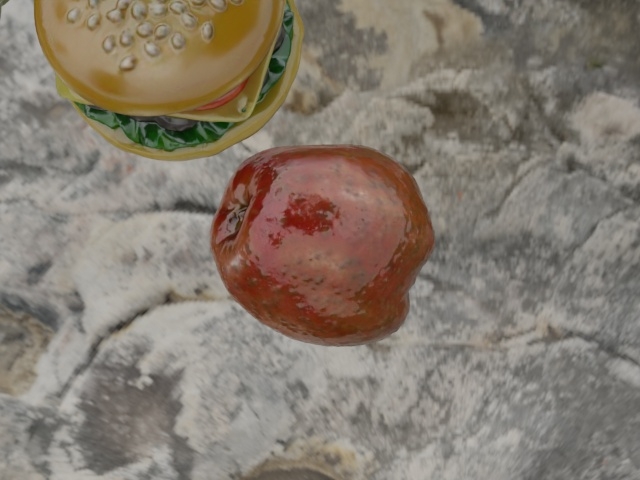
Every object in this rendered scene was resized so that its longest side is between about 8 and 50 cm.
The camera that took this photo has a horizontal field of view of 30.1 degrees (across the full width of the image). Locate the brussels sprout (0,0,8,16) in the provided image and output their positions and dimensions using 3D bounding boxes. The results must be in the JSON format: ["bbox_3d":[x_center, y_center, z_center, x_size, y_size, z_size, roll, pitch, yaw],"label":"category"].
[{"bbox_3d":[-0.456,-0.373,1.102,0.425,0.342,0.361,39,117,8],"label":"brussels sprout"}]

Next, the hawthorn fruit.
[{"bbox_3d":[0.000,0.000,1.004,0.189,0.189,0.189,-2,73,6],"label":"hawthorn fruit"}]

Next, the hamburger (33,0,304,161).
[{"bbox_3d":[-0.088,-0.128,0.706,0.162,0.115,0.162,-1,74,5],"label":"hamburger"}]
